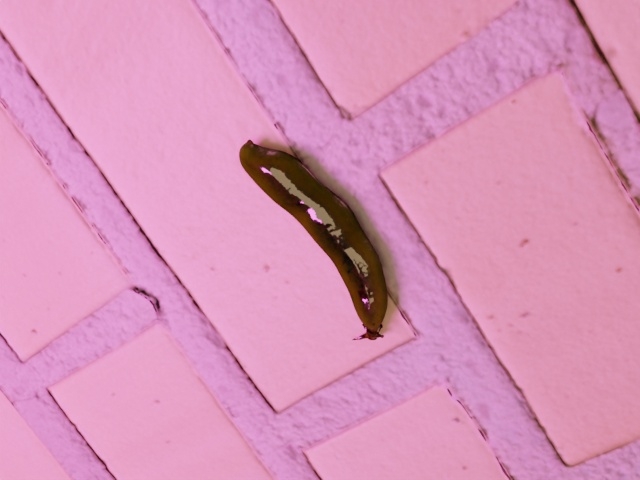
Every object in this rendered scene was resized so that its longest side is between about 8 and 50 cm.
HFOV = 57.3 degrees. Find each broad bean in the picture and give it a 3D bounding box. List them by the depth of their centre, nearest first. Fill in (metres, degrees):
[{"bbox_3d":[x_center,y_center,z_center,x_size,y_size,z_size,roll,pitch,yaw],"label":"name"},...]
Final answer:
[{"bbox_3d":[0.005,-0.002,0.543,0.069,0.039,0.226,-27,100,21],"label":"broad bean"}]
